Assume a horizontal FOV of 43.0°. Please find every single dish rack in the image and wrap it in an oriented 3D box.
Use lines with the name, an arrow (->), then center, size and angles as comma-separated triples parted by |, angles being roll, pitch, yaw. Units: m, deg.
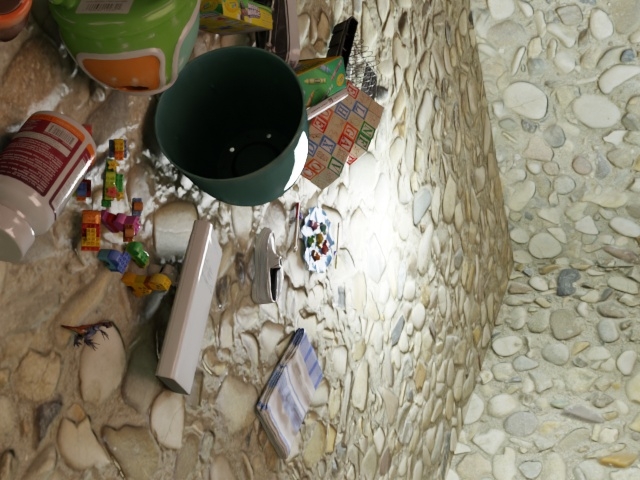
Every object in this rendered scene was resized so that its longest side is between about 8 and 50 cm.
dish rack -> 0.106, -0.478, 2.326 | 0.271, 0.074, 0.208 | 42, 54, -46

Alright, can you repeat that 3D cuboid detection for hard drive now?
hard drive -> -0.255, 0.137, 1.610 | 0.203, 0.040, 0.308 | 89, 11, -70

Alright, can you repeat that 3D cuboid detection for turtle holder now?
turtle holder -> -0.325, -0.394, 1.375 | 0.227, 0.243, 0.320 | 81, -16, -50

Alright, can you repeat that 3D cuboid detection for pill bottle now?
pill bottle -> -0.440, -0.083, 1.228 | 0.121, 0.121, 0.221 | 63, 38, -42

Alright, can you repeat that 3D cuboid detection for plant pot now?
plant pot -> -0.155, -0.202, 1.633 | 0.235, 0.293, 0.293 | 66, 33, -67

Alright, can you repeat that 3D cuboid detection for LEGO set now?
LEGO set -> -0.321, 0.045, 1.497 | 0.227, 0.093, 0.087 | 58, 42, -48

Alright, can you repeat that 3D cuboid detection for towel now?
towel -> -0.070, 0.388, 2.071 | 0.285, 0.034, 0.209 | -61, 143, -43

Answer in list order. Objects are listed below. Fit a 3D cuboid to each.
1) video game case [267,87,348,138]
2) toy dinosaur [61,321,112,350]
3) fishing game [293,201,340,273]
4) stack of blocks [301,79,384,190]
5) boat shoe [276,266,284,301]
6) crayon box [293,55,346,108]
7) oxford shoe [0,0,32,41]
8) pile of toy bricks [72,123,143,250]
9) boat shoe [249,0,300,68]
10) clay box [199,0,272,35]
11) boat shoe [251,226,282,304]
video game case -> -0.043, -0.280, 1.886 | 0.173, 0.190, 0.022 | -35, 97, -26
toy dinosaur -> -0.397, 0.154, 1.415 | 0.082, 0.047, 0.090 | -79, 147, -59
fishing game -> 0.000, 0.000, 2.192 | 0.264, 0.041, 0.189 | 31, 61, -59
stack of blocks -> 0.040, -0.276, 2.118 | 0.171, 0.087, 0.297 | 34, 53, -16
boat shoe -> -0.106, 0.107, 1.993 | 0.035, 0.035, 0.100 | 34, 54, -56
crayon box -> -0.070, -0.363, 1.902 | 0.278, 0.165, 0.081 | -41, 126, -56
oxford shoe -> -0.492, -0.462, 1.155 | 0.130, 0.132, 0.364 | -7, 85, -19
pile of toy bricks -> -0.356, -0.088, 1.366 | 0.105, 0.118, 0.212 | 178, -88, -72
boat shoe -> -0.122, -0.529, 1.860 | 0.105, 0.113, 0.306 | 3, 71, -26
clay box -> -0.208, -0.466, 1.668 | 0.222, 0.127, 0.053 | -9, 98, -63
boat shoe -> -0.121, 0.060, 1.926 | 0.066, 0.063, 0.184 | 32, 63, -59
